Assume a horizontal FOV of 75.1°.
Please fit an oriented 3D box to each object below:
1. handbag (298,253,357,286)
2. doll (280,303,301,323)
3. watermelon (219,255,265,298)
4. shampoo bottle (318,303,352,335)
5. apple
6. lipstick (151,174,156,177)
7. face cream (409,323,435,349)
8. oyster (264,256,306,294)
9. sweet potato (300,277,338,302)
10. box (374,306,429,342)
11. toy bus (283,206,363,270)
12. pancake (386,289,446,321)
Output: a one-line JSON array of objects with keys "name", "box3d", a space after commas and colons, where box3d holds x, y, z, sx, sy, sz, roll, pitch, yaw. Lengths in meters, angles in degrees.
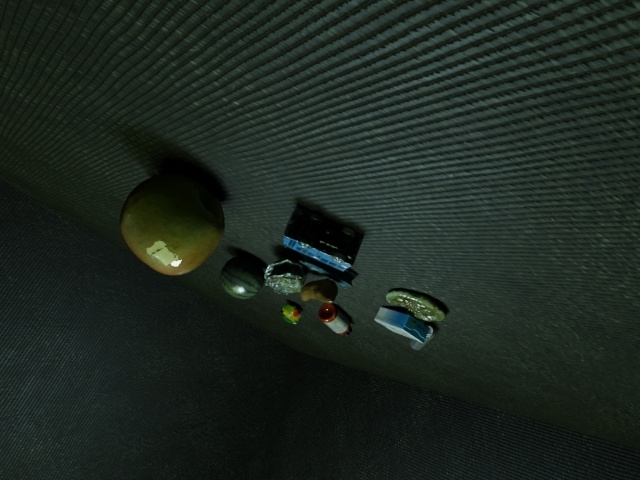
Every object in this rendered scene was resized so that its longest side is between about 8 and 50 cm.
[{"name": "handbag", "box3d": [0.026, 0.116, 1.649, 0.221, 0.057, 0.144, 28, 165, -11]}, {"name": "doll", "box3d": [-0.182, 0.436, 2.517, 0.135, 0.106, 0.186, 32, 159, 9]}, {"name": "watermelon", "box3d": [-0.371, 0.177, 1.993, 0.213, 0.212, 0.212, 21, 158, 9]}, {"name": "shampoo bottle", "box3d": [0.092, 0.435, 2.233, 0.105, 0.104, 0.278, 8, 153, 35]}, {"name": "apple", "box3d": [-0.488, -0.067, 1.419, 0.338, 0.305, 0.338, 44, -164, -16]}, {"name": "lipstick", "box3d": [-0.519, -0.142, 1.614, 0.312, 0.051, 0.051, 32, 151, -21]}, {"name": "face cream", "box3d": [0.465, 0.440, 1.898, 0.073, 0.073, 0.283, 20, 158, 11]}, {"name": "oyster", "box3d": [-0.145, 0.158, 1.807, 0.163, 0.157, 0.351, 20, 170, 7]}, {"name": "sweet potato", "box3d": [0.012, 0.205, 1.675, 0.092, 0.114, 0.341, 53, 161, -9]}, {"name": "box", "box3d": [0.349, 0.360, 1.793, 0.139, 0.073, 0.194, 34, 166, -26]}, {"name": "toy bus", "box3d": [0.000, 0.000, 1.317, 0.234, 0.115, 0.133, 24, 162, -4]}, {"name": "pancake", "box3d": [0.373, 0.258, 1.626, 0.254, 0.037, 0.253, 22, 161, 8]}]
